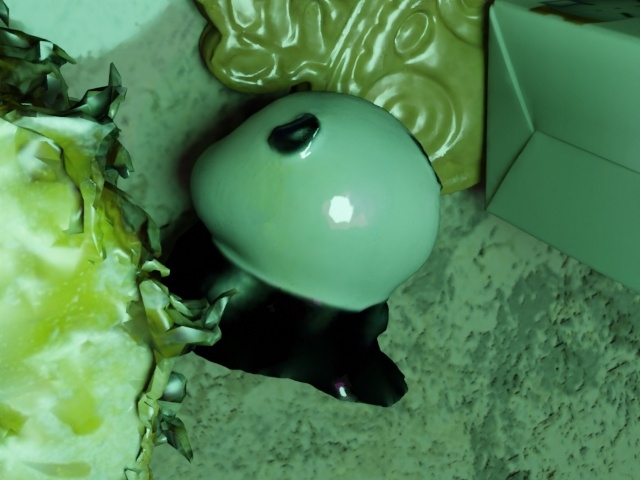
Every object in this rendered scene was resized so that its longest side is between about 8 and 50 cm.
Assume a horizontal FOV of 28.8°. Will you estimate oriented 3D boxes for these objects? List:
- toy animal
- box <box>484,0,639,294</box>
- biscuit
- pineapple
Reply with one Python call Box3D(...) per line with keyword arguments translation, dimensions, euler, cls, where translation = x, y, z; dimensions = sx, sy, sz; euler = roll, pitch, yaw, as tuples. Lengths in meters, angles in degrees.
Box3D(translation=(0.000, 0.000, 0.729), dimensions=(0.166, 0.138, 0.179), euler=(4, 119, -29), cls="toy animal")
Box3D(translation=(0.299, -0.079, 0.757), dimensions=(0.341, 0.225, 0.144), euler=(-12, 114, -24), cls="box")
Box3D(translation=(0.034, -0.142, 0.761), dimensions=(0.288, 0.044, 0.202), euler=(34, 94, -28), cls="biscuit")
Box3D(translation=(-0.231, 0.026, 0.572), dimensions=(0.352, 0.300, 0.353), euler=(-6, 108, -17), cls="pineapple")
